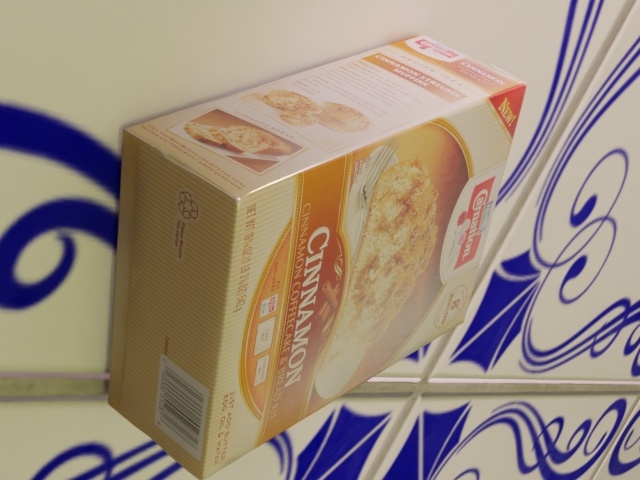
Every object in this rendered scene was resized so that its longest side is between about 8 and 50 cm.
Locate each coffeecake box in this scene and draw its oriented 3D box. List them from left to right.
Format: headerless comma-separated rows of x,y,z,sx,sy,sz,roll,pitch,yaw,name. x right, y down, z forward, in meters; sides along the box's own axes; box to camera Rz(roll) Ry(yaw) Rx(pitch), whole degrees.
0.000,0.000,0.526,0.185,0.068,0.142,-25,136,-42,coffeecake box
